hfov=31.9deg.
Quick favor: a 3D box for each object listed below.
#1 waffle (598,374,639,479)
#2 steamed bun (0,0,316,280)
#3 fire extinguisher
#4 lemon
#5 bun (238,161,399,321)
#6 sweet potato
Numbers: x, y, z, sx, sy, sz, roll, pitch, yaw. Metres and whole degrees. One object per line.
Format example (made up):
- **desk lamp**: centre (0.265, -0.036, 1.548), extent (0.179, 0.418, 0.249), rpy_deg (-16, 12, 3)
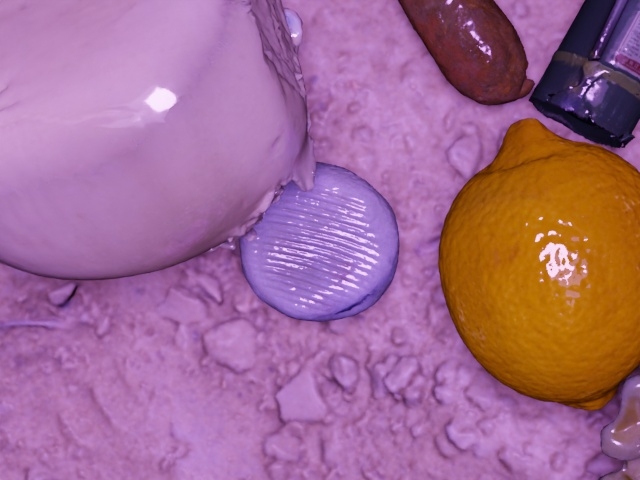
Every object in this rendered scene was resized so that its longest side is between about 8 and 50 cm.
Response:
- **waffle**: centre (0.365, 0.149, 0.895), extent (0.309, 0.056, 0.291), rpy_deg (21, 101, -25)
- **steamed bun**: centre (-0.164, -0.118, 0.872), extent (0.312, 0.233, 0.333), rpy_deg (-14, 52, 15)
- **fire extinguisher**: centre (0.283, -0.223, 0.919), extent (0.093, 0.118, 0.294), rpy_deg (33, 96, 42)
- **lemon**: centre (0.188, 0.022, 0.894), extent (0.187, 0.187, 0.244), rpy_deg (-10, 96, 3)
- **bun**: centre (0.000, 0.000, 0.953), extent (0.141, 0.083, 0.140), rpy_deg (2, 101, 9)
- **sweet potato**: centre (0.087, -0.230, 0.944), extent (0.075, 0.075, 0.273), rpy_deg (-32, 87, 4)
